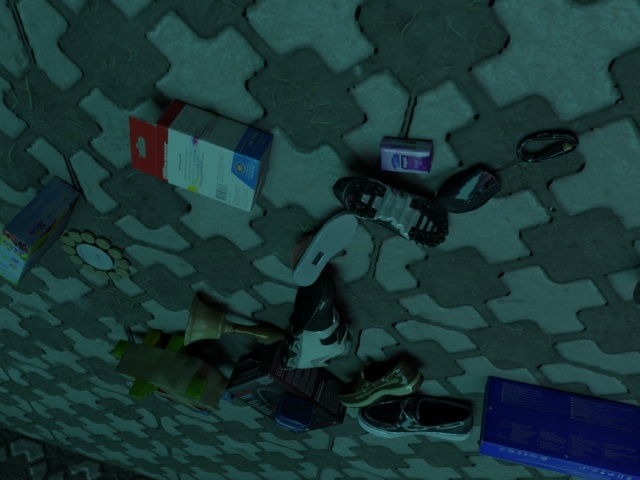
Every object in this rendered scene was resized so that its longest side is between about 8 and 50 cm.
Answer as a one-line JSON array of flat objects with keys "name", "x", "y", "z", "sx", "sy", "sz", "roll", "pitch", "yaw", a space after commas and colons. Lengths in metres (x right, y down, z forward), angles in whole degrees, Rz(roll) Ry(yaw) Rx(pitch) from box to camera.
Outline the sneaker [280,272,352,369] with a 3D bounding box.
[{"name": "sneaker", "x": 0.010, "y": 0.184, "z": 1.274, "sx": 0.146, "sy": 0.123, "sz": 0.331, "roll": 7, "pitch": 141, "yaw": -11}]

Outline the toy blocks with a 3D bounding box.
[{"name": "toy blocks", "x": -0.396, "y": 0.414, "z": 1.646, "sx": 0.381, "sy": 0.191, "sz": 0.261, "roll": 4, "pitch": 148, "yaw": 33}]

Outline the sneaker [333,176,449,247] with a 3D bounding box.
[{"name": "sneaker", "x": 0.118, "y": -0.057, "z": 0.968, "sx": 0.234, "sy": 0.078, "sz": 0.106, "roll": 20, "pitch": -171, "yaw": -30}]

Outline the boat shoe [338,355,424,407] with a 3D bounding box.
[{"name": "boat shoe", "x": 0.132, "y": 0.342, "z": 1.415, "sx": 0.257, "sy": 0.095, "sz": 0.095, "roll": -29, "pitch": 107, "yaw": 36}]

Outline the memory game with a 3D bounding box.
[{"name": "memory game", "x": -0.560, "y": 0.039, "z": 1.417, "sx": 0.186, "sy": 0.012, "sz": 0.186, "roll": 12, "pitch": 141, "yaw": 10}]

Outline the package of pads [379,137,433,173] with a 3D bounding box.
[{"name": "package of pads", "x": 0.136, "y": -0.134, "z": 0.903, "sx": 0.083, "sy": 0.032, "sz": 0.050, "roll": 8, "pitch": 142, "yaw": 15}]

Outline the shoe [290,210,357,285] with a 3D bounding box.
[{"name": "shoe", "x": 0.000, "y": 0.000, "z": 1.093, "sx": 0.063, "sy": 0.081, "sz": 0.178, "roll": 27, "pitch": 112, "yaw": -27}]

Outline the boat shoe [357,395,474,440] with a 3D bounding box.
[{"name": "boat shoe", "x": 0.241, "y": 0.450, "z": 1.466, "sx": 0.301, "sy": 0.108, "sz": 0.102, "roll": 4, "pitch": 138, "yaw": 16}]

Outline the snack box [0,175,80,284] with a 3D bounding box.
[{"name": "snack box", "x": -0.628, "y": -0.019, "z": 1.252, "sx": 0.070, "sy": 0.175, "sz": 0.207, "roll": 37, "pitch": 139, "yaw": -14}]

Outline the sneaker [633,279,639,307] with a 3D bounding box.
[{"name": "sneaker", "x": 0.641, "y": 0.059, "z": 0.846, "sx": 0.169, "sy": 0.108, "sz": 0.292, "roll": 32, "pitch": 138, "yaw": -8}]

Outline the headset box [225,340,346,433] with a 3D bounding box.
[{"name": "headset box", "x": -0.098, "y": 0.400, "z": 1.550, "sx": 0.293, "sy": 0.110, "sz": 0.218, "roll": 39, "pitch": 137, "yaw": -21}]

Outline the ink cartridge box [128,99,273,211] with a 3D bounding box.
[{"name": "ink cartridge box", "x": -0.209, "y": -0.153, "z": 0.993, "sx": 0.230, "sy": 0.078, "sz": 0.134, "roll": 20, "pitch": 140, "yaw": 0}]

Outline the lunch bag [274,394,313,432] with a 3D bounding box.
[{"name": "lunch bag", "x": -0.066, "y": 0.444, "z": 1.446, "sx": 0.098, "sy": 0.067, "sz": 0.065, "roll": 22, "pitch": 138, "yaw": -6}]

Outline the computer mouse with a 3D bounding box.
[{"name": "computer mouse", "x": 0.279, "y": -0.098, "z": 0.876, "sx": 0.071, "sy": 0.041, "sz": 0.242, "roll": 39, "pitch": 137, "yaw": -20}]

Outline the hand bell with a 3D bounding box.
[{"name": "hand bell", "x": -0.208, "y": 0.221, "z": 1.424, "sx": 0.241, "sy": 0.126, "sz": 0.126, "roll": 11, "pitch": 141, "yaw": -8}]

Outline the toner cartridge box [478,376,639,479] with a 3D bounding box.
[{"name": "toner cartridge box", "x": 0.539, "y": 0.425, "z": 1.263, "sx": 0.347, "sy": 0.165, "sz": 0.075, "roll": 9, "pitch": 139, "yaw": 15}]
